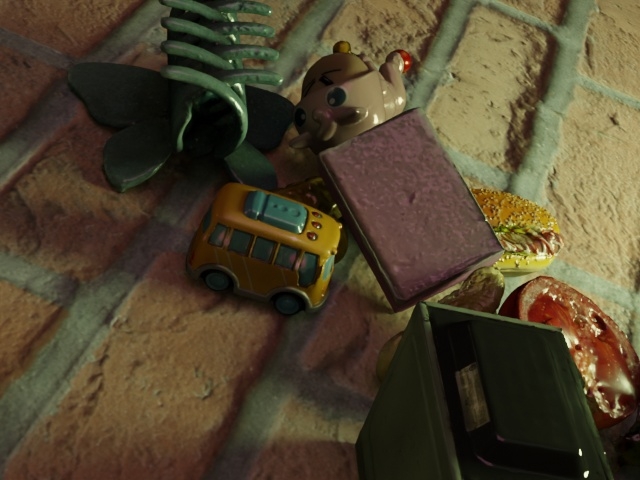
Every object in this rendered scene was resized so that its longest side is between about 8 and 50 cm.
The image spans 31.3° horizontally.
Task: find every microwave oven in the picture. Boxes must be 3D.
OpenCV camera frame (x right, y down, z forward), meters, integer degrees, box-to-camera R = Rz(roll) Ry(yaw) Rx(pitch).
[{"bbox_3d":[0.190,0.286,1.275,0.218,0.286,0.355,12,35,-13],"label":"microwave oven"}]

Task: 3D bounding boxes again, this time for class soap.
[{"bbox_3d":[0.129,-0.047,1.683,0.181,0.081,0.259,-27,75,-8],"label":"soap"}]

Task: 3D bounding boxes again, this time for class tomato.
[{"bbox_3d":[0.320,0.169,1.582,0.233,0.139,0.200,34,41,-16],"label":"tomato"}]

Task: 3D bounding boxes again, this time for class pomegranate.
[{"bbox_3d":[0.473,0.292,1.510,0.169,0.148,0.148,29,38,21],"label":"pomegranate"}]

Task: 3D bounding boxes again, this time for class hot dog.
[{"bbox_3d":[0.178,0.125,1.574,0.073,0.084,0.242,35,53,30],"label":"hot dog"}]

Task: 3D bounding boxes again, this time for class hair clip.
[{"bbox_3d":[-0.184,-0.241,1.770,0.392,0.238,0.318,9,42,-16],"label":"hair clip"}]

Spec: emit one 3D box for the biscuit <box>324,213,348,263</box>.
[{"bbox_3d":[0.000,0.000,1.684,0.084,0.084,0.023,19,29,-2],"label":"biscuit"}]

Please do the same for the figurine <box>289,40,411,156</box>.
[{"bbox_3d":[0.049,-0.228,1.885,0.287,0.176,0.186,-26,85,-51],"label":"figurine"}]

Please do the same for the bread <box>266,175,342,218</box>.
[{"bbox_3d":[0.048,-0.083,1.809,0.367,0.084,0.077,-20,94,-42],"label":"bread"}]

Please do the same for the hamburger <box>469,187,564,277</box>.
[{"bbox_3d":[0.279,-0.016,1.803,0.210,0.116,0.173,2,39,-22],"label":"hamburger"}]

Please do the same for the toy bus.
[{"bbox_3d":[-0.073,0.005,1.603,0.209,0.136,0.126,19,38,-4],"label":"toy bus"}]
